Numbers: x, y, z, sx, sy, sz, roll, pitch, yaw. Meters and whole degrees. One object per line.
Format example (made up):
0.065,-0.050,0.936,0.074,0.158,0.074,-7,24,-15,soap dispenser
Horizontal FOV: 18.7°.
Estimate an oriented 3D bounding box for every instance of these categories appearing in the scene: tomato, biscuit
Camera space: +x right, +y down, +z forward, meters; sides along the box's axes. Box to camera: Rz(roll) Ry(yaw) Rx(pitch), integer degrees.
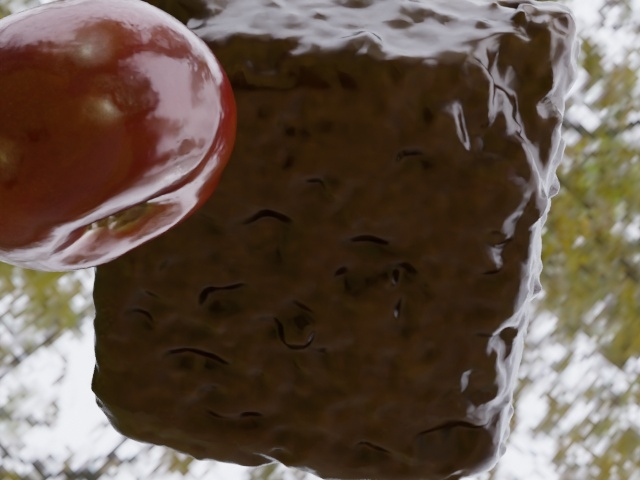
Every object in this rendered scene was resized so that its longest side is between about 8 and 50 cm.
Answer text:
-0.142,-0.065,1.129,0.195,0.195,0.136,-37,-107,43,tomato
0.000,0.000,1.450,0.343,0.166,0.395,9,-58,9,biscuit
